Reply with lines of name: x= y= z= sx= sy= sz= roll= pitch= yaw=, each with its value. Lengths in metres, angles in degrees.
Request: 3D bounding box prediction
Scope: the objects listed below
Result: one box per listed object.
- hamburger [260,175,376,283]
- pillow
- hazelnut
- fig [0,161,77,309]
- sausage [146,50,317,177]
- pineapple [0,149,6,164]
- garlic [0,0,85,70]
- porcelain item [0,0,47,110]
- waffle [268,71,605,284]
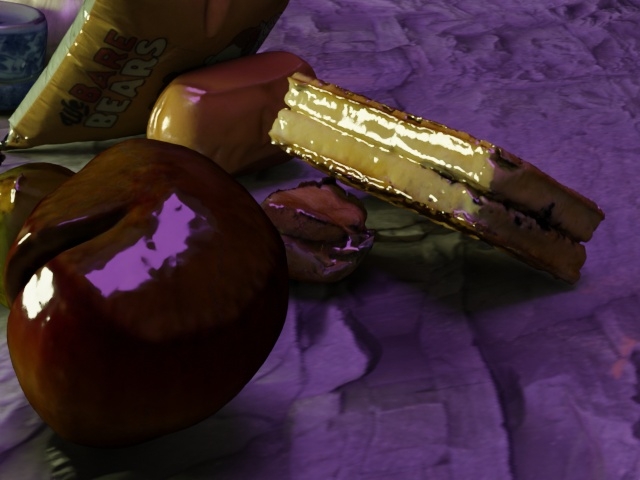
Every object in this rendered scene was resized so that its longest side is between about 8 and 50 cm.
hamburger: x=0.003 y=0.004 z=1.454 sx=0.102 sy=0.087 sz=0.176 roll=34 pitch=21 yaw=19
pillow: x=-0.183 y=-0.220 z=1.708 sx=0.312 sy=0.310 sz=0.119 roll=-14 pitch=67 yaw=-44
hazelnut: x=-0.129 y=0.042 z=1.143 sx=0.217 sy=0.217 sz=0.251 roll=5 pitch=44 yaw=-2
fig: x=-0.239 y=-0.002 z=1.317 sx=0.144 sy=0.154 sz=0.165 roll=-29 pitch=-22 yaw=11
sausage: x=-0.098 y=-0.134 z=1.671 sx=0.120 sy=0.136 sz=0.241 roll=25 pitch=29 yaw=36
pineapple: x=-0.396 y=-0.029 z=1.409 sx=0.224 sy=0.076 sz=0.225 roll=-7 pitch=23 yaw=3
garlic: x=-0.309 y=-0.267 z=1.953 sx=0.229 sy=0.178 sz=0.143 roll=-11 pitch=54 yaw=4
porcelain item: x=-0.410 y=-0.226 z=1.838 sx=0.147 sy=0.114 sz=0.147 roll=5 pitch=21 yaw=-2
waffle: x=0.112 y=-0.069 z=1.525 sx=0.308 sy=0.091 sz=0.213 roll=25 pitch=0 yaw=41
